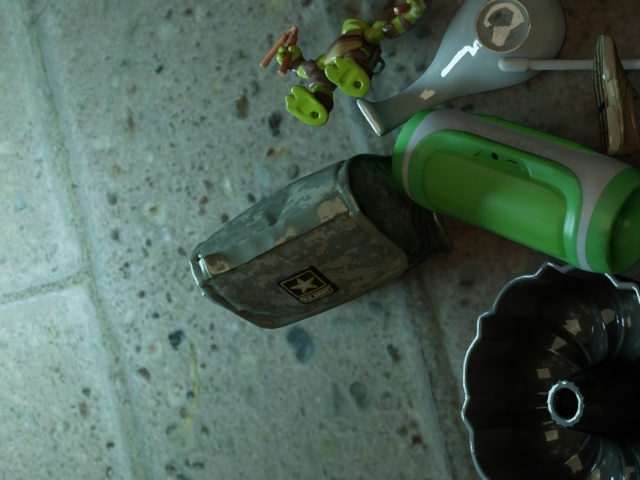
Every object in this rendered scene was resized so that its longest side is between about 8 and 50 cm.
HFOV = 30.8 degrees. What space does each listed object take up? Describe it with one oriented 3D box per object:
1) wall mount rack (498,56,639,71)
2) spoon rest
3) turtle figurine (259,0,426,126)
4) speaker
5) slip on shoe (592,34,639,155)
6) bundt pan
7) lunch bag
[{"bbox_3d":[0.366,-0.110,1.350,0.304,0.130,0.350,3,96,45],"label":"wall mount rack"},{"bbox_3d":[0.178,-0.227,1.461,0.276,0.084,0.137,-33,82,11],"label":"spoon rest"},{"bbox_3d":[0.023,-0.226,1.475,0.269,0.217,0.087,-17,118,25],"label":"turtle figurine"},{"bbox_3d":[0.226,-0.062,1.320,0.296,0.131,0.131,24,105,38],"label":"speaker"},{"bbox_3d":[0.328,-0.160,1.278,0.041,0.051,0.135,-3,78,-2],"label":"slip on shoe"},{"bbox_3d":[0.324,0.187,1.353,0.331,0.124,0.331,-5,84,51],"label":"bundt pan"},{"bbox_3d":[0.000,0.000,1.440,0.235,0.287,0.169,-25,84,24],"label":"lunch bag"}]
